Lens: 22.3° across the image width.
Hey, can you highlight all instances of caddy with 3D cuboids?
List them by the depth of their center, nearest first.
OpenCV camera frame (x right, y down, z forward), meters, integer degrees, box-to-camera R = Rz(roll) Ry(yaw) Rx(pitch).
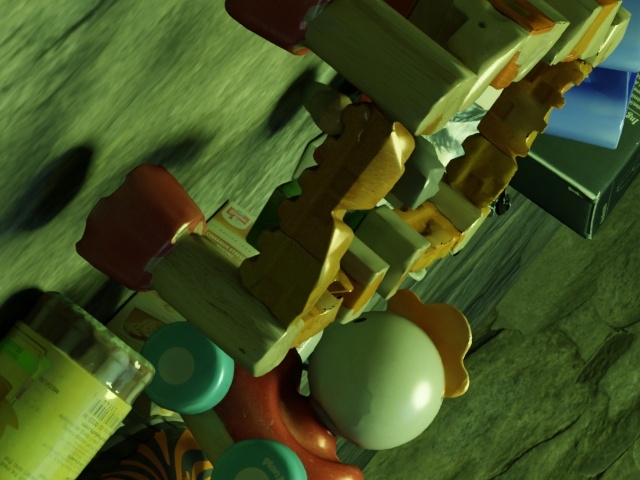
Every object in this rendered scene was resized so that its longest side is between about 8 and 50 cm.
[{"bbox_3d":[0.285,-0.261,1.808,0.241,0.179,0.341,97,13,-45],"label":"caddy"}]

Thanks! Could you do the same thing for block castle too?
[{"bbox_3d":[0.031,-0.113,1.228,0.303,0.213,0.453,-55,166,26],"label":"block castle"}]

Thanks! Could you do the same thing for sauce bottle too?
[{"bbox_3d":[-0.266,0.197,1.186,0.344,0.111,0.111,-52,168,-11],"label":"sauce bottle"}]

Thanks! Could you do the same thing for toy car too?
[{"bbox_3d":[0.008,0.112,1.334,0.238,0.210,0.219,-34,166,3],"label":"toy car"}]

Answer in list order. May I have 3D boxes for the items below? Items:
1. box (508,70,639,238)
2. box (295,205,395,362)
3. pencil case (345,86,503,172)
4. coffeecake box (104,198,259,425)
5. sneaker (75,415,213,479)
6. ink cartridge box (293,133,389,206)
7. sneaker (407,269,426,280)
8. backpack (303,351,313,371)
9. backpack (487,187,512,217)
[{"bbox_3d":[0.413,-0.237,2.284,0.395,0.212,0.293,-53,168,-5],"label":"box"},{"bbox_3d":[0.009,0.055,1.931,0.324,0.063,0.067,-50,169,-17],"label":"box"},{"bbox_3d":[0.167,-0.237,1.495,0.410,0.160,0.183,-60,-179,29],"label":"pencil case"},{"bbox_3d":[-0.121,0.074,1.489,0.185,0.068,0.142,-47,165,-28],"label":"coffeecake box"},{"bbox_3d":[-0.142,0.251,1.350,0.321,0.180,0.125,-19,126,-56],"label":"sneaker"},{"bbox_3d":[0.044,-0.076,1.640,0.122,0.088,0.052,-37,163,-51],"label":"ink cartridge box"},{"bbox_3d":[0.123,-0.014,2.114,0.069,0.084,0.185,-48,167,-23],"label":"sneaker"},{"bbox_3d":[0.009,0.122,1.995,0.105,0.114,0.084,-6,111,-72],"label":"backpack"},{"bbox_3d":[0.136,-0.123,1.741,0.158,0.116,0.173,-113,-160,-63],"label":"backpack"}]
